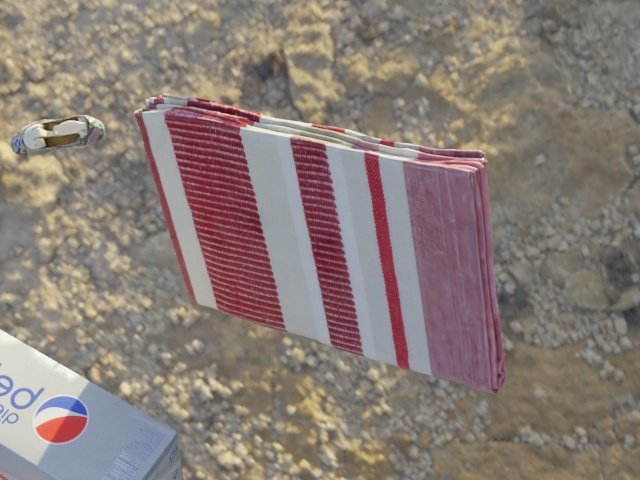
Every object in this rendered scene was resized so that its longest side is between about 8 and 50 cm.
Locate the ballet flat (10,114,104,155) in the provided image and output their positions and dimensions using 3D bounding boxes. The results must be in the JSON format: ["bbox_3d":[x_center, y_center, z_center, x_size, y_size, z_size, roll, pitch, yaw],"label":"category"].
[{"bbox_3d":[-0.307,-0.123,1.345,0.114,0.041,0.041,-9,55,8],"label":"ballet flat"}]

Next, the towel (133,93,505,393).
[{"bbox_3d":[0.000,0.000,1.006,0.329,0.237,0.037,14,43,29],"label":"towel"}]

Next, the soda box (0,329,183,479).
[{"bbox_3d":[-0.264,0.159,1.043,0.286,0.098,0.091,27,57,16],"label":"soda box"}]
